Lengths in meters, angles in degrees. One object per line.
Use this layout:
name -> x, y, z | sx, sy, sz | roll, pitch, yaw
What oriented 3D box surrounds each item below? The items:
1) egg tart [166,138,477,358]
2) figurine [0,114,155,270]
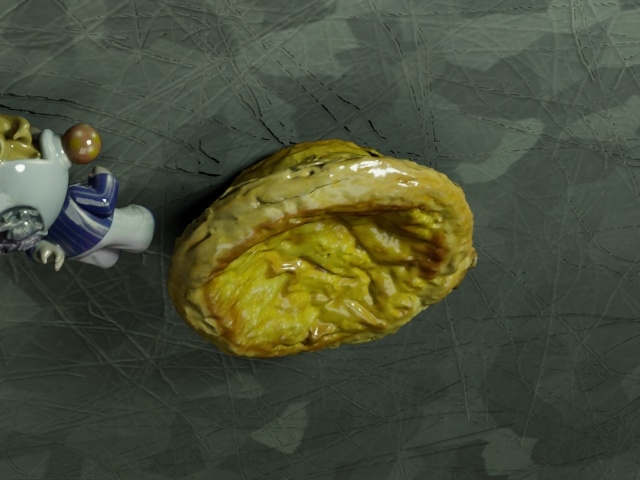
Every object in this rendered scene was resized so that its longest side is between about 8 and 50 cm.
egg tart -> -0.004, 0.001, 1.770 | 0.341, 0.129, 0.341 | -12, 142, -9
figurine -> -0.282, -0.031, 1.636 | 0.194, 0.133, 0.274 | -10, 155, 9
